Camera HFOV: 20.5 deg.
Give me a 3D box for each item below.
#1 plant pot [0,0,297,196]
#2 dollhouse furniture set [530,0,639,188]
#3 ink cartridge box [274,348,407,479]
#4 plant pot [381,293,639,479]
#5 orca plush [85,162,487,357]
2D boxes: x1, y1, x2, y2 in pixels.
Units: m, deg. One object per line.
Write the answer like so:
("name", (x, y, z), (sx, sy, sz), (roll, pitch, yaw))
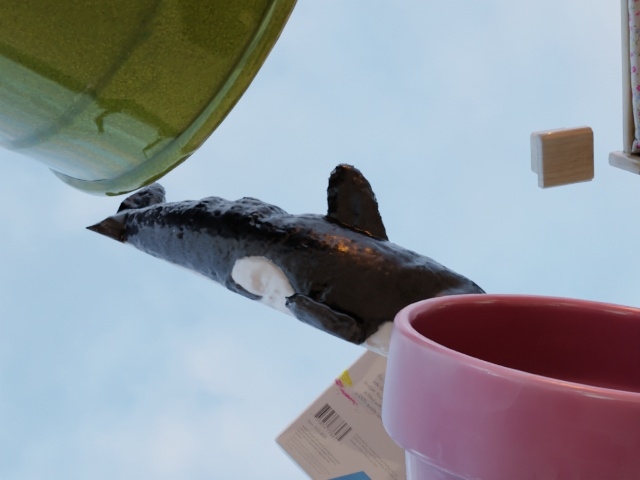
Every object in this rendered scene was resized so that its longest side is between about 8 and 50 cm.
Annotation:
("plant pot", (-0.232, -0.250, 1.052), (0.353, 0.366, 0.366), (19, -94, -34))
("dollhouse furniture set", (0.347, -0.201, 1.366), (0.356, 0.174, 0.303), (-11, -72, -18))
("ink cartridge box", (0.063, 0.141, 1.460), (0.181, 0.061, 0.104), (-43, -101, -7))
("plant pot", (0.124, 0.133, 0.832), (0.201, 0.201, 0.180), (0, -78, -32))
("orca plush", (0.000, 0.000, 1.133), (0.151, 0.287, 0.102), (24, -92, -56))
